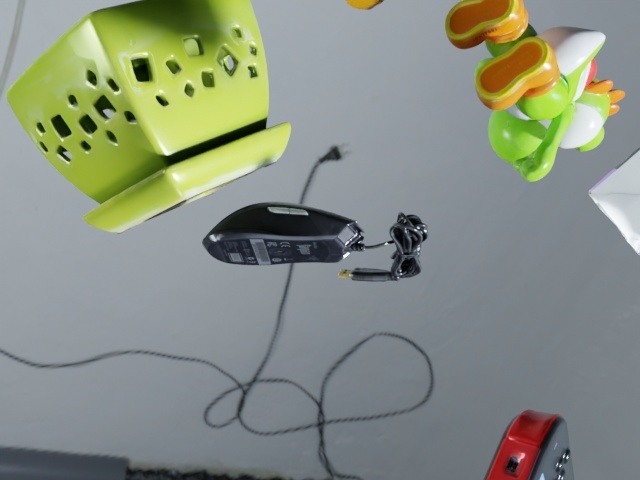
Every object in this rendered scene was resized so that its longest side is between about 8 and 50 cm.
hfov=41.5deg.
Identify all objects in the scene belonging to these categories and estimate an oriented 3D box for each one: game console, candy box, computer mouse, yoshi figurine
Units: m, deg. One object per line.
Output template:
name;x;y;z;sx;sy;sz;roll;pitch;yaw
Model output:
game console;0.222;0.422;1.010;0.386;0.060;0.342;-59;143;-24
candy box;0.343;-0.060;0.719;0.165;0.070;0.196;-45;152;25
computer mouse;0.000;0.000;1.017;0.262;0.060;0.184;-3;159;9
yoshi figurine;0.281;-0.189;1.183;0.362;0.203;0.203;23;90;-54

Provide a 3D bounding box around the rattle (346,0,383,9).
rattle;-0.055;-0.240;0.545;0.130;0.142;0.200;-18;148;34

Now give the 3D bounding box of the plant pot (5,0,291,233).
plant pot;-0.186;-0.142;0.980;0.227;0.228;0.207;-29;97;-44
